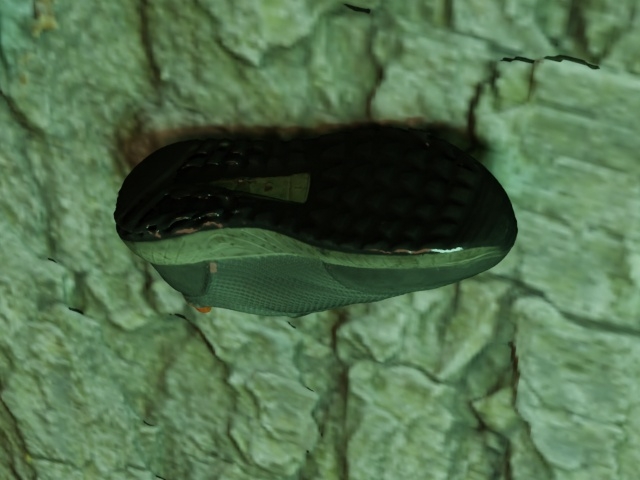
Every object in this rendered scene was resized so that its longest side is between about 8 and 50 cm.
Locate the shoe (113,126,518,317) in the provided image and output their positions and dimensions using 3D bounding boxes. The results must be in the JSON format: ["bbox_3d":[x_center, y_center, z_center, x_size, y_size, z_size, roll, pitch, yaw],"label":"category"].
[{"bbox_3d":[0.002,0.000,0.671,0.194,0.074,0.077,3,138,30],"label":"shoe"}]
